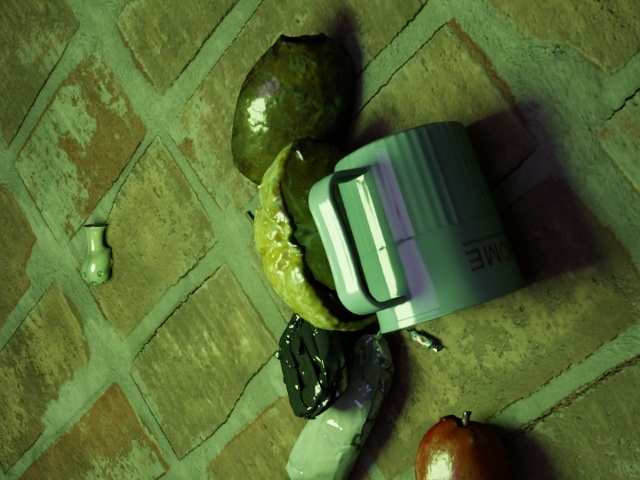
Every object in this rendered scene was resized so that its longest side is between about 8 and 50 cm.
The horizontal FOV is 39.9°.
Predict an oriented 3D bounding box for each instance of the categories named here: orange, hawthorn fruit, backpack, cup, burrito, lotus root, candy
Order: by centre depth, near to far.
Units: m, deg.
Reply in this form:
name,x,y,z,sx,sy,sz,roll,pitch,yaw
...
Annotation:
name,x,y,z,sx,sy,sz,roll,pitch,yaw
cup,0.149,-0.015,1.525,0.257,0.331,0.311,134,119,-78
hawthorn fruit,0.263,0.407,1.607,0.185,0.185,0.202,6,98,37
orange,0.000,0.000,1.676,0.210,0.271,0.368,-29,78,51
candy,0.202,0.191,1.704,0.083,0.030,0.020,34,121,36
lotus root,-0.049,-0.238,1.728,0.142,0.210,0.314,49,139,34
backpack,-0.011,0.234,1.741,0.206,0.133,0.258,-58,30,38
burrito,0.055,0.351,1.803,0.139,0.101,0.445,42,122,29

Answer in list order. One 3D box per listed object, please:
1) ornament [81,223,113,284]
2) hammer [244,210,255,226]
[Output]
name,x,y,z,sx,sy,sz,roll,pitch,yaw
ornament,-0.570,0.037,2.254,0.075,0.081,0.156,-157,66,-70
hammer,-0.082,0.048,1.901,0.292,0.029,0.058,53,123,20
